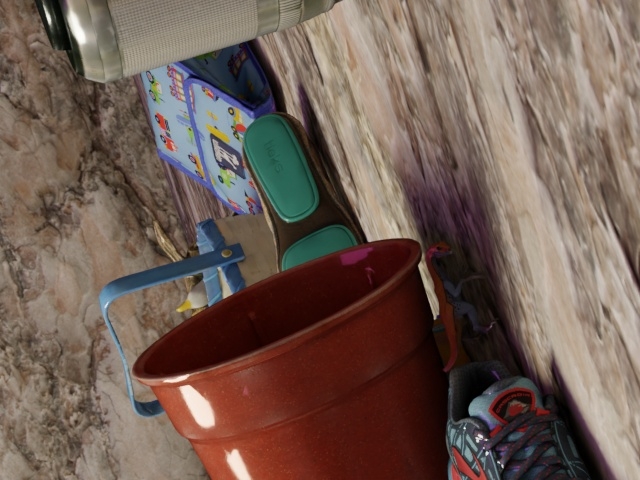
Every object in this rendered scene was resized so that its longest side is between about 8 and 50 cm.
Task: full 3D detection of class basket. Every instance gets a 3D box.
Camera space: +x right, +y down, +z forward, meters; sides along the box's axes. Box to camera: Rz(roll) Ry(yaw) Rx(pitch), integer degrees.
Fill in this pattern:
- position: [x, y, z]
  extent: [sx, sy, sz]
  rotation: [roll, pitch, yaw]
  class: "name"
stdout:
- position: [-0.116, 0.094, 2.034]
  extent: [0.255, 0.289, 0.201]
  rotation: [81, 169, -52]
  class: "basket"

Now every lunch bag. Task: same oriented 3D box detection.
- position: [-0.109, -0.149, 2.148]
  extent: [0.293, 0.138, 0.221]
  rotation: [46, 154, 42]
  class: "lunch bag"

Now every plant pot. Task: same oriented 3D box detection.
- position: [0.012, 0.175, 1.450]
  extent: [0.265, 0.272, 0.272]
  rotation: [67, 172, -10]
  class: "plant pot"

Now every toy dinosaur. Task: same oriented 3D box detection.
- position: [0.107, 0.045, 1.348]
  extent: [0.082, 0.090, 0.047]
  rotation: [45, 149, 4]
  class: "toy dinosaur"

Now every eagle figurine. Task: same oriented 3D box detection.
- position: [-0.114, 0.048, 2.417]
  extent: [0.226, 0.225, 0.298]
  rotation: [35, 148, -22]
  class: "eagle figurine"

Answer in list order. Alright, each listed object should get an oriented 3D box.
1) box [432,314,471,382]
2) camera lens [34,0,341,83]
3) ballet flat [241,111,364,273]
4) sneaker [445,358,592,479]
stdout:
- position: [0.126, 0.134, 1.521]
  extent: [0.081, 0.028, 0.136]
  rotation: [84, 163, -51]
  class: "box"
- position: [-0.120, -0.270, 1.426]
  extent: [0.219, 0.274, 0.219]
  rotation: [162, 90, -81]
  class: "camera lens"
- position: [0.000, 0.000, 1.851]
  extent: [0.106, 0.107, 0.316]
  rotation: [45, -154, -64]
  class: "ballet flat"
- position: [0.145, 0.170, 1.247]
  extent: [0.262, 0.104, 0.125]
  rotation: [-132, 28, -68]
  class: "sneaker"
